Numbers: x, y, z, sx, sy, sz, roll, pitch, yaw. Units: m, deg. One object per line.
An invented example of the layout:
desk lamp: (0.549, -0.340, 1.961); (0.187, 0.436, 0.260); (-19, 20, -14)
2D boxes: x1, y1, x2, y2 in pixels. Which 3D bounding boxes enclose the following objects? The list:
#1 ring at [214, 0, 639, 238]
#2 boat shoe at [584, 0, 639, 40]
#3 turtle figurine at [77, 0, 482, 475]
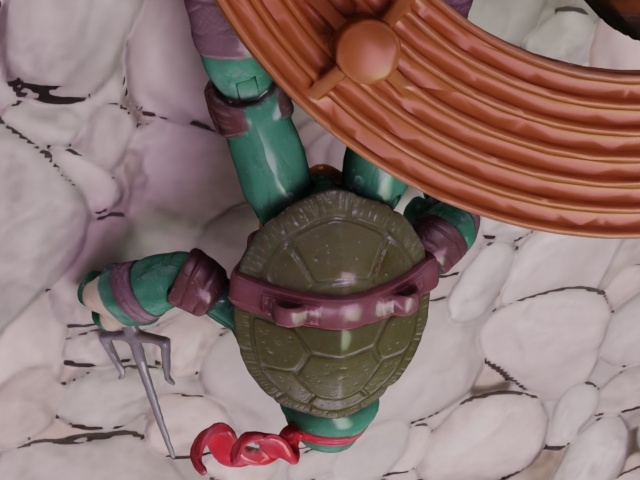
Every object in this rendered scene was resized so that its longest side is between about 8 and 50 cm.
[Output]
ring: (0.110, -0.160, 0.397); (0.336, 0.032, 0.336); (-1, 106, -5)
boat shoe: (0.208, -0.214, 0.466); (0.324, 0.122, 0.120); (-41, 115, 5)
turtle figurine: (0.000, 0.000, 0.507); (0.175, 0.118, 0.234); (-10, 122, -22)
